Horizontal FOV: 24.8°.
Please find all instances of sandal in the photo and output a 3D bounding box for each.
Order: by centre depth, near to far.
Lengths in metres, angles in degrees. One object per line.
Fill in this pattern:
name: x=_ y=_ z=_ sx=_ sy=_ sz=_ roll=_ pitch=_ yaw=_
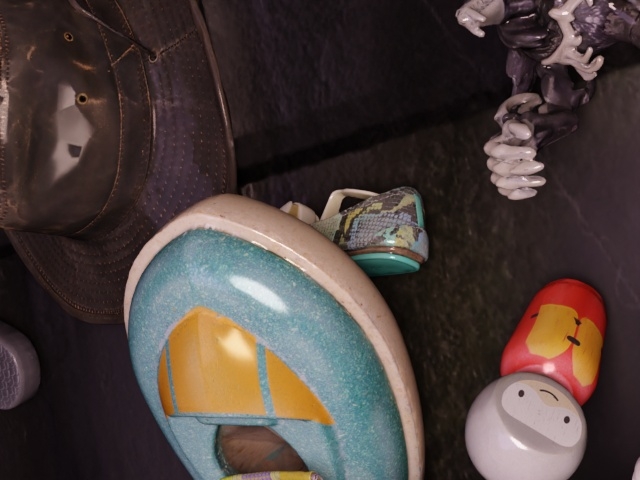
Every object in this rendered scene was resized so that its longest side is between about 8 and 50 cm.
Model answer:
sandal: x=-0.342 y=0.069 z=1.306 sx=0.254 sy=0.054 sz=0.097 roll=32 pitch=124 yaw=22

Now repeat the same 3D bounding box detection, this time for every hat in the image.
hat: x=-0.213 y=-0.094 z=1.071 sx=0.331 sy=0.134 sz=0.331 roll=6 pitch=100 yaw=39

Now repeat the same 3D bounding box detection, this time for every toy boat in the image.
toy boat: x=0.018 y=0.092 z=0.893 sx=0.318 sy=0.148 sz=0.267 roll=-6 pitch=124 yaw=30

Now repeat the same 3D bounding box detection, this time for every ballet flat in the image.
ballet flat: x=0.000 y=0.000 z=0.995 sx=0.188 sy=0.070 sz=0.070 roll=-10 pitch=90 yaw=39

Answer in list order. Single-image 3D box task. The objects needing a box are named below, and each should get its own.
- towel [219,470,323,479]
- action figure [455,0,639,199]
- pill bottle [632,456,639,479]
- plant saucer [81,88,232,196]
towel: x=-0.018 y=0.163 z=0.893 sx=0.083 sy=0.009 sz=0.060 roll=-8 pitch=128 yaw=40
action figure: x=0.157 y=-0.106 z=0.785 sx=0.275 sy=0.141 sz=0.164 roll=29 pitch=126 yaw=32
pill bottle: x=0.184 y=0.232 z=0.802 sx=0.152 sy=0.152 sz=0.272 roll=34 pitch=117 yaw=32
plant saucer: x=-0.123 y=-0.084 z=1.101 sx=0.168 sy=0.029 sz=0.168 roll=7 pitch=101 yaw=39
